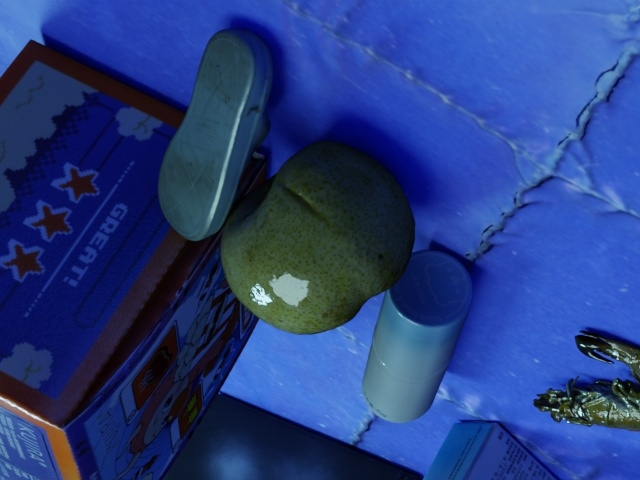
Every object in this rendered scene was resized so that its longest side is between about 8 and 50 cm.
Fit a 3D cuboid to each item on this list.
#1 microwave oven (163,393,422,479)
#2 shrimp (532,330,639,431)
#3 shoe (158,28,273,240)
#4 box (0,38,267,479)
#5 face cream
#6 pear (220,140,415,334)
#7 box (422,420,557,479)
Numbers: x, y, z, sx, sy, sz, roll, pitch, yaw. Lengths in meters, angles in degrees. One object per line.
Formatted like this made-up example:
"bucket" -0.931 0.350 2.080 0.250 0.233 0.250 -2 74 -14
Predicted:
"microwave oven" -0.018 0.439 2.008 0.374 0.236 0.432 19 152 29
"shrimp" 0.240 0.125 1.362 0.178 0.034 0.124 1 138 47
"shoe" -0.070 -0.087 1.267 0.079 0.078 0.195 42 131 32
"box" -0.231 0.064 1.468 0.257 0.318 0.348 28 154 13
"face cream" 0.086 0.093 1.432 0.077 0.077 0.250 29 157 9
"pear" 0.000 0.000 1.271 0.136 0.167 0.167 49 154 -4
"box" 0.159 0.302 1.589 0.139 0.194 0.073 44 152 -23
